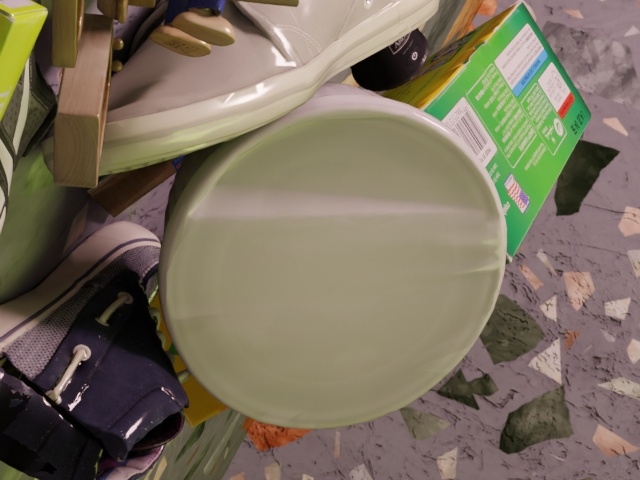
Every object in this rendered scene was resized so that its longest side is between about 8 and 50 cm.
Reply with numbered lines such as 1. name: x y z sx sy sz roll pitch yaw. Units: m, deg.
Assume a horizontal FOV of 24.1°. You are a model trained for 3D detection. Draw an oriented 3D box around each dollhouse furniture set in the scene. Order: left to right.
1. dollhouse furniture set: -0.083 -0.112 0.844 0.144 0.123 0.151 -94 -170 -53

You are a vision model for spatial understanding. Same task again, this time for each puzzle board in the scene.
1. puzzle board: -0.137 -0.058 1.196 0.096 0.011 0.128 -37 175 -4

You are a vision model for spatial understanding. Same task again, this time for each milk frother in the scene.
1. milk frother: 0.025 -0.238 1.492 0.135 0.143 0.129 55 46 -47

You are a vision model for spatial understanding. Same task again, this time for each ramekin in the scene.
1. ramekin: 0.000 0.000 1.172 0.273 0.273 0.127 -62 -157 17

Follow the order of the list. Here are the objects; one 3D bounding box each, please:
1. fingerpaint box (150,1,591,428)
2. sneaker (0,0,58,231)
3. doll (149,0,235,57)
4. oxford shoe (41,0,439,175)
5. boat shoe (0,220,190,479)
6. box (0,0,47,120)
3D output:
1. fingerpaint box: 0.049 -0.037 1.514 0.371 0.163 0.445 -29 -171 26
2. sneaker: -0.182 -0.047 0.778 0.106 0.078 0.234 -51 167 -41
3. doll: -0.065 -0.213 0.941 0.129 0.046 0.189 -9 -114 61
4. oxford shoe: -0.056 -0.161 1.092 0.449 0.169 0.130 -41 119 -49
5. boat shoe: -0.163 0.098 1.186 0.127 0.158 0.340 -63 173 25
6. box: -0.194 -0.036 0.598 0.178 0.109 0.042 -62 175 16
